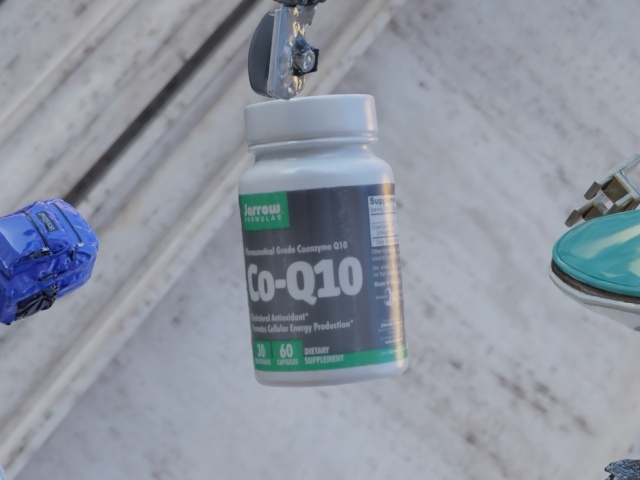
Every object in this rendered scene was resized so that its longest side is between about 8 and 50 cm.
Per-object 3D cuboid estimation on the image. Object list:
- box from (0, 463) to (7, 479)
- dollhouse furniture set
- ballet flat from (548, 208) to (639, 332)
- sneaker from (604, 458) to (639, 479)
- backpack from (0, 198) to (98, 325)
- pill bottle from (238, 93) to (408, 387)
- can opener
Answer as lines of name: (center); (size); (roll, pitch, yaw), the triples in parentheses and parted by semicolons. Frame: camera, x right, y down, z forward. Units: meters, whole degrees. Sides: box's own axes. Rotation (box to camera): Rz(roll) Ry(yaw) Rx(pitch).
box: (-0.304, 0.311, 1.465); (0.232, 0.058, 0.322); (65, -25, 14)
dollhouse furniture set: (0.466, -0.030, 2.026); (0.212, 0.161, 0.242); (51, -26, 13)
ballet flat: (0.375, 0.043, 1.414); (0.400, 0.139, 0.139); (-6, -51, 48)
sneaker: (0.432, 0.324, 1.981); (0.170, 0.089, 0.051); (52, -16, 40)
backpack: (-0.281, 0.014, 1.604); (0.098, 0.120, 0.101); (55, -35, 17)
pill bottle: (0.000, 0.000, 2.076); (0.204, 0.204, 0.361); (-5, -89, 49)
can opener: (-0.043, -0.304, 1.882); (0.095, 0.076, 0.283); (15, -73, 32)
